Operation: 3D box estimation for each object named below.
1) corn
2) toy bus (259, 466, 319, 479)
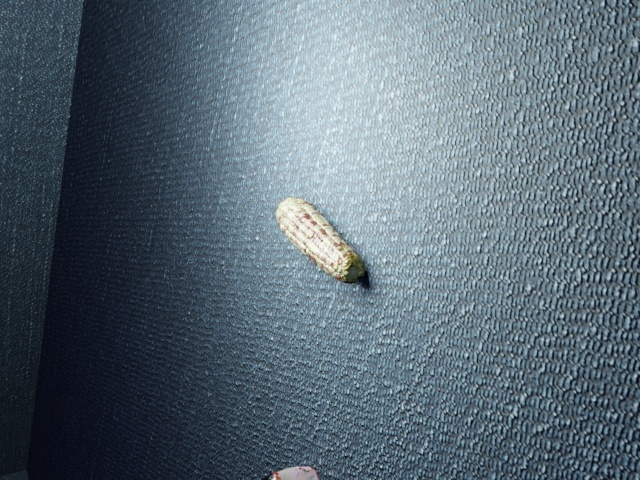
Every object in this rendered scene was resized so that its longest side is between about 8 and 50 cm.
[{"bbox_3d":[0.000,0.000,1.598,0.237,0.080,0.079,42,130,43],"label":"corn"},{"bbox_3d":[-0.040,0.588,1.698,0.127,0.147,0.302,-46,59,51],"label":"toy bus"}]
